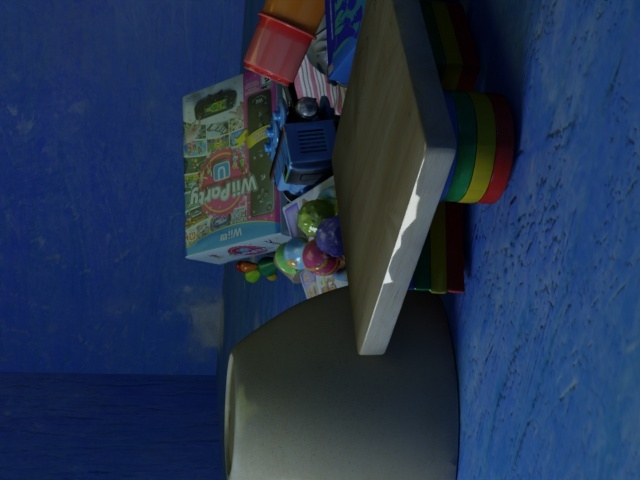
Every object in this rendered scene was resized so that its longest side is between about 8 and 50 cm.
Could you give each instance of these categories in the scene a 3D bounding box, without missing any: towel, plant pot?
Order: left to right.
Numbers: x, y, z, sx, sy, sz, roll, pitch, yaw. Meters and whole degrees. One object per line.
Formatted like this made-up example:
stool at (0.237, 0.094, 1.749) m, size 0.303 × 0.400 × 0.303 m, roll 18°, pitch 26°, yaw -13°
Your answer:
towel at (-0.003, -0.239, 1.407) m, size 0.197 × 0.029 × 0.144 m, roll 179°, pitch 78°, yaw -69°
plant pot at (0.004, 0.173, 0.970) m, size 0.284 × 0.191 × 0.283 m, roll -177°, pitch 90°, yaw -81°

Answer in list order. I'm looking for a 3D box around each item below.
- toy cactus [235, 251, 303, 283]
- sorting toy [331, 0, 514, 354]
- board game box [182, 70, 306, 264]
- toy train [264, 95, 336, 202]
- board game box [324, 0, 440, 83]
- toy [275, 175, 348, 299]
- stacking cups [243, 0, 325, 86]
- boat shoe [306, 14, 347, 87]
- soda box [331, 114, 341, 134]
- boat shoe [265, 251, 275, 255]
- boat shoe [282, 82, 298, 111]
toy cactus at (-0.072, 0.011, 1.745) m, size 0.219 × 0.112 × 0.180 m, roll -56°, pitch 48°, yaw 22°
sorting toy at (0.084, -0.074, 0.852) m, size 0.257 × 0.090 × 0.255 m, roll 104°, pitch 165°, yaw -47°
board game box at (-0.126, -0.128, 1.680) m, size 0.224 × 0.098 × 0.303 m, roll -14°, pitch 73°, yaw 36°
toy train at (-0.025, -0.110, 1.223) m, size 0.184 × 0.080 × 0.105 m, roll 118°, pitch 146°, yaw -69°
board game box at (0.069, -0.275, 0.955) m, size 0.210 × 0.047 × 0.160 m, roll -44°, pitch 42°, yaw 52°
toy at (0.000, 0.000, 1.142) m, size 0.237 × 0.056 × 0.136 m, roll -30°, pitch 74°, yaw 65°
stacking cups at (0.005, -0.330, 1.111) m, size 0.096 × 0.096 × 0.316 m, roll -125°, pitch 54°, yaw -74°
boat shoe at (0.031, -0.227, 1.185) m, size 0.258 × 0.095 × 0.084 m, roll 158°, pitch 118°, yaw -81°
soda box at (0.045, -0.110, 1.196) m, size 0.169 × 0.053 × 0.060 m, roll -114°, pitch 26°, yaw -70°
boat shoe at (-0.090, -0.133, 1.846) m, size 0.130 × 0.132 × 0.355 m, roll -125°, pitch 28°, yaw -58°
boat shoe at (-0.033, -0.286, 1.549) m, size 0.068 × 0.081 × 0.227 m, roll -134°, pitch 28°, yaw -59°
